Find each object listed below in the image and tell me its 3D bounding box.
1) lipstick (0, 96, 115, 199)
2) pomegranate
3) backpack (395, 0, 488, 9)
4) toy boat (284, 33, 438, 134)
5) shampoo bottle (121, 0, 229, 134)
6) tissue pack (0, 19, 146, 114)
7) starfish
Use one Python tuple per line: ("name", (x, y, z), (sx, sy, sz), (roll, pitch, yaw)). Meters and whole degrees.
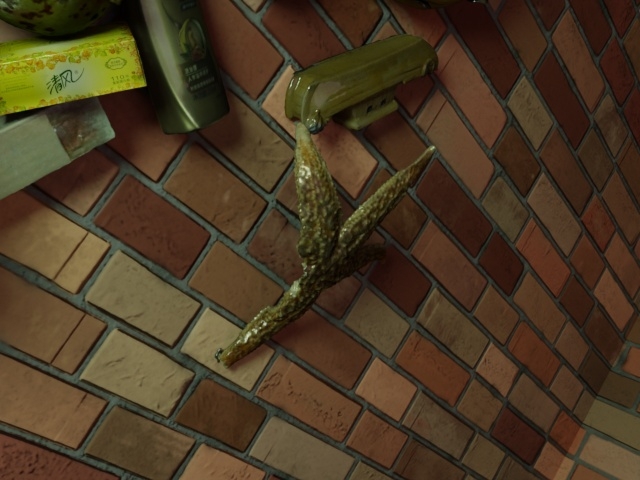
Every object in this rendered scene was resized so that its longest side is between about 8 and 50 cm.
("lipstick", (-0.431, -0.075, 0.769), (0.371, 0.076, 0.079), (-36, 131, -26))
("pomegranate", (-0.320, -0.353, 0.718), (0.198, 0.198, 0.245), (-23, 89, -32))
("backpack", (0.187, -0.566, 1.042), (0.354, 0.201, 0.377), (-26, 121, -35))
("toy boat", (0.081, -0.263, 1.119), (0.321, 0.089, 0.121), (-29, 128, -28))
("shampoo bottle", (-0.214, -0.322, 0.863), (0.125, 0.084, 0.350), (-50, 133, -54))
("tissue pack", (-0.307, -0.210, 0.780), (0.176, 0.095, 0.062), (-16, 125, -12))
("starfish", (0.008, 0.004, 1.087), (0.384, 0.132, 0.398), (-25, 133, -38))
